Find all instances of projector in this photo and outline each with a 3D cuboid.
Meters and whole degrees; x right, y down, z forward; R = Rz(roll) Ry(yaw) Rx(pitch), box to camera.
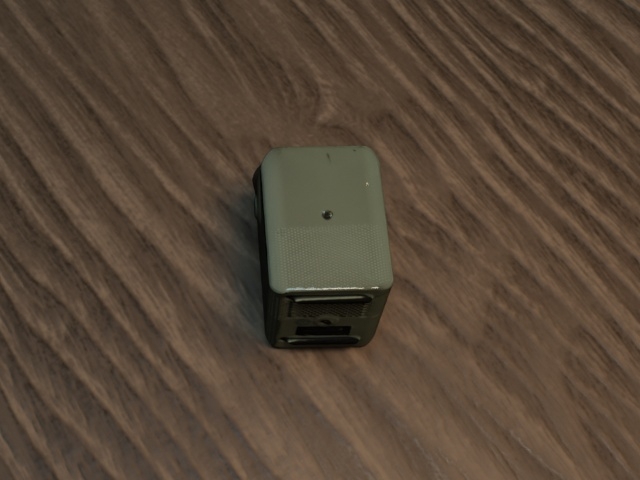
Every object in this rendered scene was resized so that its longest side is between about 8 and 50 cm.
[{"bbox_3d":[0.000,0.000,1.272,0.163,0.177,0.243,-2,62,-8],"label":"projector"}]
